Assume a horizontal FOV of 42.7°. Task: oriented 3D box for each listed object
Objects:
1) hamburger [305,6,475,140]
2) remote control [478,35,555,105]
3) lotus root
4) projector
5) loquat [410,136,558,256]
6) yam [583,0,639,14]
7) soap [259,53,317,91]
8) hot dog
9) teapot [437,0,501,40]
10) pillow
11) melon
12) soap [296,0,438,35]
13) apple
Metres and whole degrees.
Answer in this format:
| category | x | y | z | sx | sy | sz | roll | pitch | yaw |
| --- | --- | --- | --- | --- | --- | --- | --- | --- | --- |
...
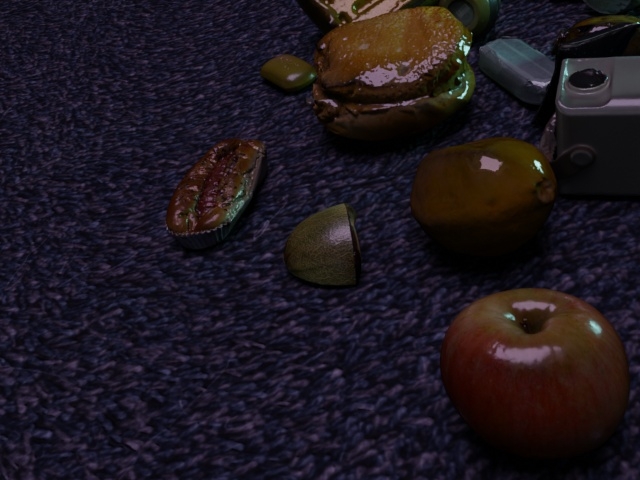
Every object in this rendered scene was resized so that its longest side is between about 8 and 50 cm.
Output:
| category | x | y | z | sx | sy | sz | roll | pitch | yaw |
| --- | --- | --- | --- | --- | --- | --- | --- | --- | --- |
| hamburger | 0.125 | -0.302 | 1.503 | 0.314 | 0.170 | 0.290 | -15 | 36 | 3 |
| remote control | 0.381 | -0.320 | 1.533 | 0.104 | 0.052 | 0.247 | -19 | 37 | -11 |
| lotus root | 0.522 | -0.345 | 1.467 | 0.209 | 0.120 | 0.120 | 5 | 43 | 21 |
| projector | 0.452 | -0.171 | 1.231 | 0.242 | 0.177 | 0.163 | 3 | 42 | 23 |
| loquat | 0.231 | -0.064 | 1.183 | 0.234 | 0.176 | 0.187 | -2 | -4 | 44 |
| yam | 0.688 | -0.550 | 1.650 | 0.330 | 0.133 | 0.133 | -18 | 38 | -13 |
| soap | -0.069 | -0.357 | 1.732 | 0.089 | 0.045 | 0.140 | -30 | 41 | -22 |
| hot dog | -0.181 | -0.089 | 1.426 | 0.144 | 0.075 | 0.268 | 3 | 45 | 18 |
| teapot | 0.299 | -0.478 | 1.707 | 0.165 | 0.130 | 0.119 | -22 | 13 | 40 |
| pillow | 0.431 | -0.272 | 1.347 | 0.141 | 0.208 | 0.055 | -19 | 65 | -9 |
| melon | 0.000 | 0.000 | 1.255 | 0.128 | 0.079 | 0.160 | -14 | 39 | 1 |
| soap | 0.111 | -0.548 | 1.751 | 0.281 | 0.143 | 0.259 | -35 | 66 | -3 |
| apple | 0.244 | 0.150 | 0.931 | 0.209 | 0.164 | 0.209 | -6 | 29 | 3 |
